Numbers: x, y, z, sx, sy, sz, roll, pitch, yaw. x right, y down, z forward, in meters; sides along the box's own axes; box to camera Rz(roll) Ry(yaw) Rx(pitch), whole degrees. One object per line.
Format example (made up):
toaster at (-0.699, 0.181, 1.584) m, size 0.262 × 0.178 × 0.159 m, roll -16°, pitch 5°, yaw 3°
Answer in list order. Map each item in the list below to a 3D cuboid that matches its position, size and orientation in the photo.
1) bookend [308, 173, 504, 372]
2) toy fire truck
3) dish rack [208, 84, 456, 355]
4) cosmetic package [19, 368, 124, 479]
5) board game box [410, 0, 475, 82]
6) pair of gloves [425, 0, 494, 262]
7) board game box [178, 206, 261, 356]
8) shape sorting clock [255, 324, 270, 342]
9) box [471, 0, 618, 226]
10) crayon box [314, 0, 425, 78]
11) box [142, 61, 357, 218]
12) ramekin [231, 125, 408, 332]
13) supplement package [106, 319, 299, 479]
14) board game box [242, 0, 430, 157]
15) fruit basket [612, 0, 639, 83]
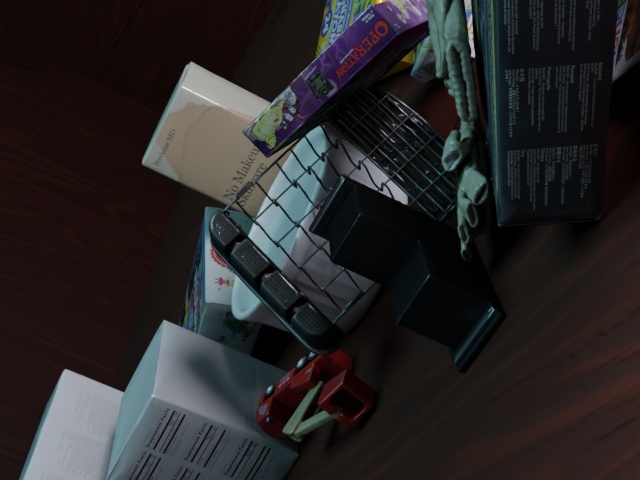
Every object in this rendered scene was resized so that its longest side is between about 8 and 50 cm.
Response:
bookend at (0.077, 0.028, 0.870) m, size 0.072 × 0.156 × 0.157 m, roll -59°, pitch 18°, yaw 23°
toy fire truck at (-0.012, 0.191, 1.071) m, size 0.192 × 0.047 × 0.135 m, roll -43°, pitch 17°, yaw 29°
dish rack at (0.024, -0.033, 1.017) m, size 0.271 × 0.208 × 0.074 m, roll -44°, pitch -15°, yaw -4°
cosmetic package at (-0.296, 0.394, 1.305) m, size 0.097 × 0.284 × 0.377 m, roll -57°, pitch 17°, yaw 33°
board game box at (0.181, -0.281, 1.238) m, size 0.103 × 0.026 × 0.154 m, roll -68°, pitch 15°, yaw -9°
pair of gloves at (0.132, -0.124, 0.867) m, size 0.204 × 0.042 × 0.240 m, roll -83°, pitch -17°, yaw -51°
board game box at (-0.170, 0.133, 1.478) m, size 0.224 × 0.097 × 0.303 m, roll -98°, pitch 22°, yaw -49°
shape sorting clock at (-0.117, 0.115, 1.594) m, size 0.206 × 0.040 × 0.206 m, roll -56°, pitch 17°, yaw 28°
box at (0.167, -0.260, 0.736) m, size 0.318 × 0.097 × 0.395 m, roll -82°, pitch -14°, yaw -50°
crayon box at (0.089, -0.369, 1.474) m, size 0.323 × 0.083 × 0.203 m, roll 176°, pitch 105°, yaw -69°
box at (-0.093, -0.124, 1.365) m, size 0.148 × 0.311 × 0.121 m, roll -60°, pitch 14°, yaw 24°
ramekin at (0.000, 0.000, 1.206) m, size 0.277 × 0.135 × 0.277 m, roll -57°, pitch 17°, yaw 28°
supplement package at (-0.155, 0.246, 1.214) m, size 0.149 × 0.203 × 0.194 m, roll -60°, pitch 16°, yaw 18°
board game box at (0.050, -0.217, 1.110) m, size 0.208 × 0.056 × 0.347 m, roll -45°, pitch 0°, yaw 27°
fruit basket at (0.280, -0.307, 0.692) m, size 0.353 × 0.165 × 0.327 m, roll 145°, pitch 139°, yaw -78°
